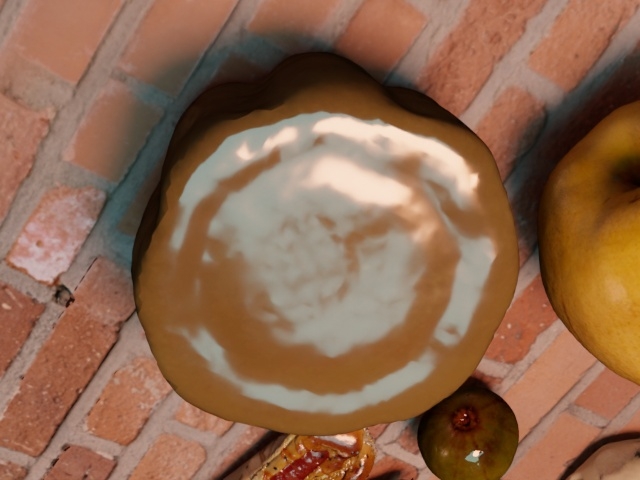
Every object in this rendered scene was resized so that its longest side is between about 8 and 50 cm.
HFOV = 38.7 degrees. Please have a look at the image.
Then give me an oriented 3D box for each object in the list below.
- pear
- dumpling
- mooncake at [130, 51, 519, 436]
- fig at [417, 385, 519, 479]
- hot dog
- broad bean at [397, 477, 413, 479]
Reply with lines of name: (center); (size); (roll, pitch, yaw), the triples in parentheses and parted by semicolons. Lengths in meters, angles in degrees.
pear: (0.371, 0.007, 0.904); (0.314, 0.314, 0.314); (-3, 119, -5)
dumpling: (0.418, 0.328, 1.205); (0.176, 0.092, 0.150); (-43, 129, 11)
mooncake: (0.000, 0.000, 0.919); (0.378, 0.201, 0.378); (-3, 115, -7)
fig: (0.200, 0.267, 1.149); (0.124, 0.124, 0.236); (-26, 143, 8)
hot dog: (-0.038, 0.299, 1.142); (0.253, 0.069, 0.131); (-37, 117, 15)
broad bean: (0.047, 0.370, 1.203); (0.061, 0.046, 0.195); (19, 120, -29)
